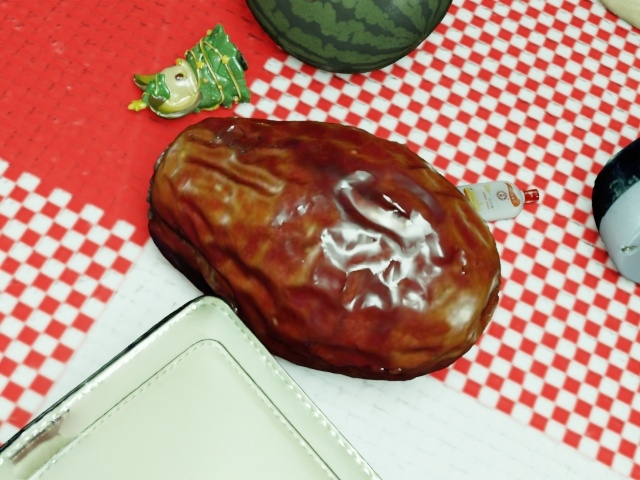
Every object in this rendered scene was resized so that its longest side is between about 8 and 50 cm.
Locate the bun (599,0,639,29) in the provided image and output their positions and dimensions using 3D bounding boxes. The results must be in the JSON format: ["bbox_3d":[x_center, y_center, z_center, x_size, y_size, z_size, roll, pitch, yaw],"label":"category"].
[{"bbox_3d":[0.411,-0.329,1.192,0.259,0.160,0.259,6,56,-9],"label":"bun"}]

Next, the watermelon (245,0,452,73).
[{"bbox_3d":[0.024,-0.263,1.039,0.212,0.212,0.212,5,59,-9],"label":"watermelon"}]

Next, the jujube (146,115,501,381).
[{"bbox_3d":[0.000,0.000,0.889,0.290,0.197,0.197,24,57,20],"label":"jujube"}]

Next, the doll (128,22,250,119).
[{"bbox_3d":[-0.115,-0.137,1.032,0.113,0.077,0.078,-37,43,1],"label":"doll"}]

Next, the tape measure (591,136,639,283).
[{"bbox_3d":[0.335,-0.033,0.988,0.182,0.181,0.107,16,46,-42],"label":"tape measure"}]

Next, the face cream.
[{"bbox_3d":[0.164,-0.037,1.045,0.083,0.021,0.040,-8,63,-17],"label":"face cream"}]

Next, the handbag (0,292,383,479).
[{"bbox_3d":[-0.050,0.250,0.753,0.236,0.160,0.358,-36,72,-22],"label":"handbag"}]
